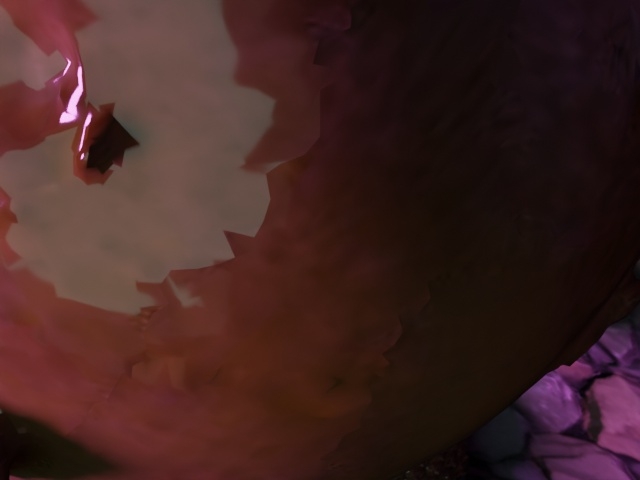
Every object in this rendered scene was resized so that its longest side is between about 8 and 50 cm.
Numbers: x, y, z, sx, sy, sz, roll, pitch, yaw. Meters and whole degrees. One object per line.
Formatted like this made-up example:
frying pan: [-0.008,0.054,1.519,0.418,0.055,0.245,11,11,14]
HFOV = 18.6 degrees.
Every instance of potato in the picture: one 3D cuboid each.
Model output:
potato: [-0.064,-0.112,0.573,0.442,0.385,0.319,55,166,-24]

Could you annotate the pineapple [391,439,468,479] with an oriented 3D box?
pineapple: [0.067,0.146,1.208,0.074,0.074,0.159,13,150,30]
